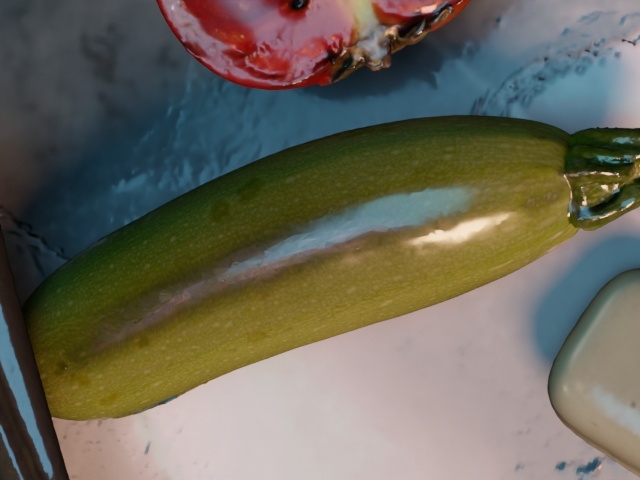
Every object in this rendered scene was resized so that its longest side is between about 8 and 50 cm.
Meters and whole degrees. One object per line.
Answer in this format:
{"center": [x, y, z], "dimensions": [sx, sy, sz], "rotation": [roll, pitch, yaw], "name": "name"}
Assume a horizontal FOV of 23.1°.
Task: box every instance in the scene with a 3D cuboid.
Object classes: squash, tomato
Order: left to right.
{"center": [0.000, 0.000, 0.709], "dimensions": [0.341, 0.094, 0.094], "rotation": [-20, 88, 15], "name": "squash"}
{"center": [0.005, -0.141, 0.697], "dimensions": [0.159, 0.091, 0.139], "rotation": [-26, 92, 14], "name": "tomato"}

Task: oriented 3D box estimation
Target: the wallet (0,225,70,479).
{"center": [-0.184, 0.067, 0.738], "dimensions": [0.169, 0.052, 0.245], "rotation": [-21, 88, 50], "name": "wallet"}

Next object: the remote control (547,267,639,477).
{"center": [0.239, 0.116, 0.658], "dimensions": [0.310, 0.038, 0.090], "rotation": [31, 83, 18], "name": "remote control"}
